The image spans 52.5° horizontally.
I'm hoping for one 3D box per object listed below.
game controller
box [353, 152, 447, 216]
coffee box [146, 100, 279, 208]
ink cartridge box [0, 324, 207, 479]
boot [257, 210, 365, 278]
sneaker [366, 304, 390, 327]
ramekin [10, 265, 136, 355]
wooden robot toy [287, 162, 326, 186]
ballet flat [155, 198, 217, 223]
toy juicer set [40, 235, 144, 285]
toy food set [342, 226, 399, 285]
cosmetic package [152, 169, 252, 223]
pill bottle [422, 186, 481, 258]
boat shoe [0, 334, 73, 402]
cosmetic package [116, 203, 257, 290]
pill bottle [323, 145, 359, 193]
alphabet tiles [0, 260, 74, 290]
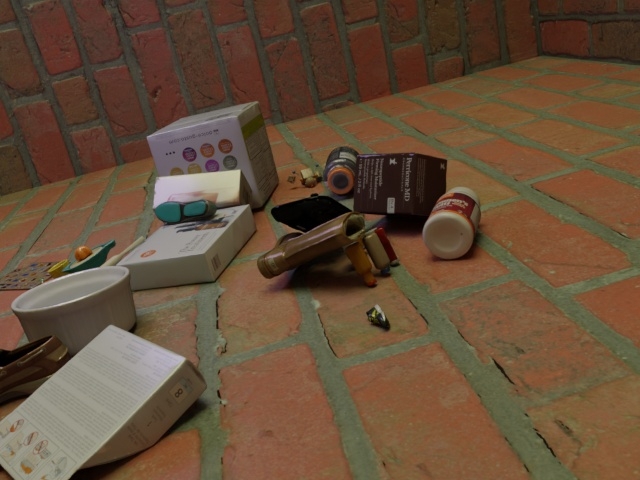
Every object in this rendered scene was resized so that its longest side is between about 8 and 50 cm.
[{"bbox_3d":[-0.005,-0.062,1.747,0.166,0.067,0.319,-4,-11,21],"label":"game controller"},{"bbox_3d":[0.223,-0.153,1.816,0.203,0.169,0.167,4,1,41],"label":"box"},{"bbox_3d":[-0.376,-0.290,2.385,0.337,0.335,0.338,-11,19,11],"label":"coffee box"},{"bbox_3d":[-0.437,0.341,1.192,0.308,0.091,0.385,10,47,46],"label":"ink cartridge box"},{"bbox_3d":[0.000,0.000,1.615,0.269,0.089,0.236,-26,10,30],"label":"boot"},{"bbox_3d":[0.118,0.162,1.339,0.035,0.031,0.083,-28,17,-1],"label":"sneaker"},{"bbox_3d":[-0.582,0.172,1.567,0.277,0.135,0.277,-12,15,3],"label":"ramekin"},{"bbox_3d":[-0.034,-0.227,2.425,0.173,0.076,0.079,-17,56,-10],"label":"wooden robot toy"},{"bbox_3d":[-0.418,-0.089,2.032,0.213,0.072,0.068,-4,-5,27],"label":"ballet flat"},{"bbox_3d":[-0.698,0.072,1.899,0.328,0.090,0.209,-23,20,18],"label":"toy juicer set"},{"bbox_3d":[0.126,0.037,1.607,0.111,0.105,0.232,-27,2,2],"label":"toy food set"},{"bbox_3d":[-0.389,-0.135,2.163,0.295,0.153,0.129,-4,65,10],"label":"cosmetic package"},{"bbox_3d":[0.334,-0.051,1.618,0.121,0.121,0.221,-4,23,23],"label":"pill bottle"},{"bbox_3d":[-0.703,0.286,1.401,0.324,0.117,0.123,-18,21,-13],"label":"boat shoe"},{"bbox_3d":[-0.387,0.016,1.943,0.284,0.098,0.377,-10,21,18],"label":"cosmetic package"},{"bbox_3d":[0.076,-0.238,2.255,0.130,0.131,0.246,-10,21,10],"label":"pill bottle"},{"bbox_3d":[-0.973,0.117,2.167,0.237,0.009,0.198,-4,23,26],"label":"alphabet tiles"}]
